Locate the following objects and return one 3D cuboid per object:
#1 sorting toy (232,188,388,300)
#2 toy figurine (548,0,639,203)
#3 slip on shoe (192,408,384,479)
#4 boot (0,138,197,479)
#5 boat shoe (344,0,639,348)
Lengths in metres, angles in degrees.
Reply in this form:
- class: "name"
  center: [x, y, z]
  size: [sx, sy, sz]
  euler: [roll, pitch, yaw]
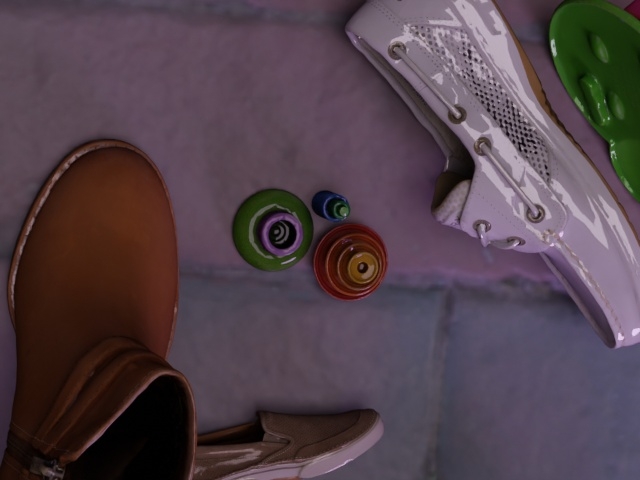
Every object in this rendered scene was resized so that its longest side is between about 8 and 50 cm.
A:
- class: "sorting toy"
  center: [0.000, 0.000, 1.171]
  size: [0.102, 0.042, 0.061]
  euler: [21, 91, -17]
- class: "toy figurine"
  center: [0.250, -0.121, 1.205]
  size: [0.159, 0.130, 0.173]
  euler: [-38, 128, -18]
- class: "slip on shoe"
  center: [-0.028, 0.124, 1.177]
  size: [0.135, 0.051, 0.041]
  euler: [-17, 104, -6]
- class: "boot"
  center: [-0.120, 0.070, 1.042]
  size: [0.109, 0.220, 0.283]
  euler: [20, 79, -14]
- class: "boat shoe"
  center: [0.109, -0.038, 1.175]
  size: [0.096, 0.098, 0.277]
  euler: [-34, 96, -9]
